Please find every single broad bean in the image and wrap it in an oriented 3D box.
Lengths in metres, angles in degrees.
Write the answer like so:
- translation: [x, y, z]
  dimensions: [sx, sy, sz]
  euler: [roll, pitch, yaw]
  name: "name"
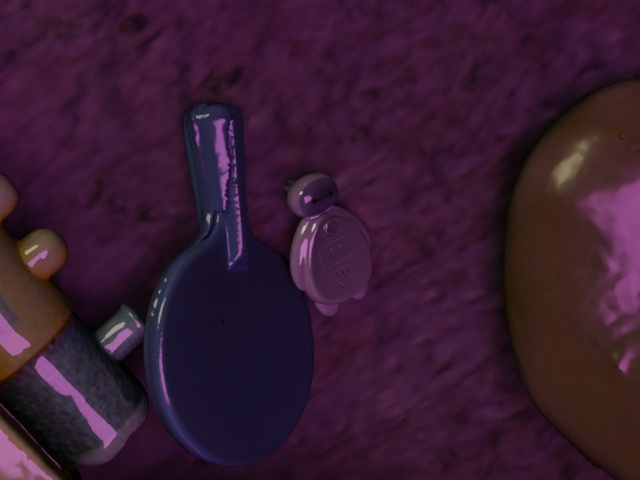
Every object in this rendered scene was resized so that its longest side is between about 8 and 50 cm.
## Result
- translation: [0.201, 0.039, 0.910]
  dimensions: [0.189, 0.121, 0.263]
  euler: [-18, 89, -1]
  name: "broad bean"

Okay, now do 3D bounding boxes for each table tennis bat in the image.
- translation: [-0.050, 0.024, 0.873]
  dimensions: [0.124, 0.033, 0.201]
  euler: [-6, 90, -48]
  name: "table tennis bat"

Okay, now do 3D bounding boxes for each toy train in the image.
- translation: [-0.228, 0.029, 0.813]
  dimensions: [0.237, 0.150, 0.369]
  euler: [-42, 107, -6]
  name: "toy train"

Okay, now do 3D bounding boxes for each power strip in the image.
- translation: [0.000, 0.000, 0.901]
  dimensions: [0.055, 0.035, 0.083]
  euler: [-29, 115, -26]
  name: "power strip"
